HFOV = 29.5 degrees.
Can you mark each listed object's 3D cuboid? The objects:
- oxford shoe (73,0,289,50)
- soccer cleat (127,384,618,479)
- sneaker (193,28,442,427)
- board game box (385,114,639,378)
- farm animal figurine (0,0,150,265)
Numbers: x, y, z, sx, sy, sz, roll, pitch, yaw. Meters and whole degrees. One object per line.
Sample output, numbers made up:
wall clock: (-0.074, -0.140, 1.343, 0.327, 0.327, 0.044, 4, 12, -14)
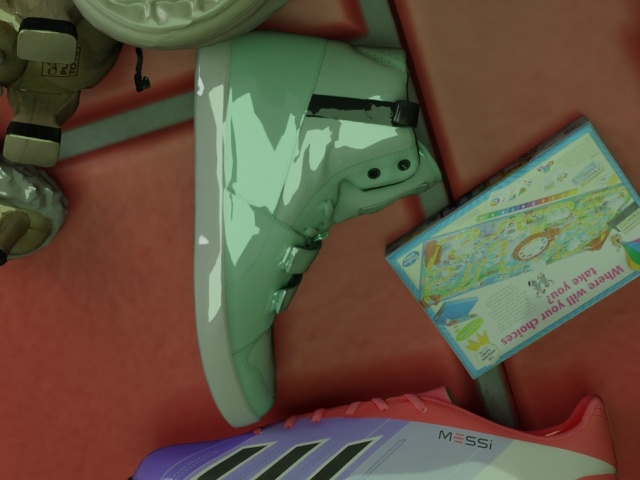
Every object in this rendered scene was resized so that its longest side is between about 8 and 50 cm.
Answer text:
oxford shoe: (0.033, -0.276, 0.664, 0.169, 0.130, 0.449, 44, 88, 0)
soccer cleat: (0.035, 0.146, 0.798, 0.318, 0.108, 0.116, 5, 88, 2)
sneaker: (0.000, 0.000, 0.753, 0.151, 0.094, 0.255, 1, 107, 0)
board game box: (0.133, 0.006, 0.782, 0.154, 0.026, 0.103, -34, 101, 11)
farm animal figurine: (-0.248, -0.163, 0.679, 0.327, 0.172, 0.330, 23, 125, -20)
